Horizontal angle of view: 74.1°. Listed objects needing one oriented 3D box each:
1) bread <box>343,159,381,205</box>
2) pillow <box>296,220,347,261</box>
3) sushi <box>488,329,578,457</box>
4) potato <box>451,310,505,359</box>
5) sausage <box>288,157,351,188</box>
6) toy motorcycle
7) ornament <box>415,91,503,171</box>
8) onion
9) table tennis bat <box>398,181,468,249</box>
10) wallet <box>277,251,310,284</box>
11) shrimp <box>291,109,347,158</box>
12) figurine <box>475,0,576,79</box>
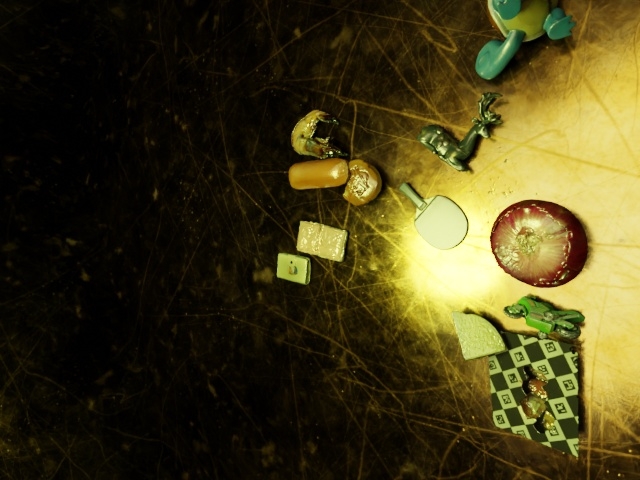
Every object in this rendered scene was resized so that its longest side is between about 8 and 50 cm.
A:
[{"bbox_3d":[0.151,-0.197,1.474,0.125,0.086,0.156,20,105,30],"label":"bread"},{"bbox_3d":[0.000,0.000,1.622,0.232,0.043,0.126,14,94,38],"label":"pillow"},{"bbox_3d":[0.593,0.401,1.174,0.264,0.050,0.290,-4,89,57],"label":"sushi"},{"bbox_3d":[0.469,0.273,1.263,0.120,0.081,0.149,-18,71,17],"label":"potato"},{"bbox_3d":[-0.005,-0.248,1.585,0.274,0.105,0.105,0,91,37],"label":"sausage"},{"bbox_3d":[0.596,0.203,1.140,0.190,0.106,0.074,17,125,31],"label":"toy motorcycle"},{"bbox_3d":[0.428,-0.354,1.274,0.202,0.080,0.236,46,118,24],"label":"ornament"},{"bbox_3d":[0.573,0.008,1.117,0.248,0.161,0.248,-8,78,45],"label":"onion"},{"bbox_3d":[0.353,-0.089,1.367,0.274,0.021,0.154,50,117,23],"label":"table tennis bat"},{"bbox_3d":[-0.107,0.109,1.703,0.155,0.039,0.110,10,100,37],"label":"wallet"},{"bbox_3d":[0.001,-0.401,1.606,0.289,0.075,0.178,24,103,48],"label":"shrimp"},{"bbox_3d":[0.545,-0.644,1.114,0.297,0.243,0.417,11,103,-7],"label":"figurine"}]
